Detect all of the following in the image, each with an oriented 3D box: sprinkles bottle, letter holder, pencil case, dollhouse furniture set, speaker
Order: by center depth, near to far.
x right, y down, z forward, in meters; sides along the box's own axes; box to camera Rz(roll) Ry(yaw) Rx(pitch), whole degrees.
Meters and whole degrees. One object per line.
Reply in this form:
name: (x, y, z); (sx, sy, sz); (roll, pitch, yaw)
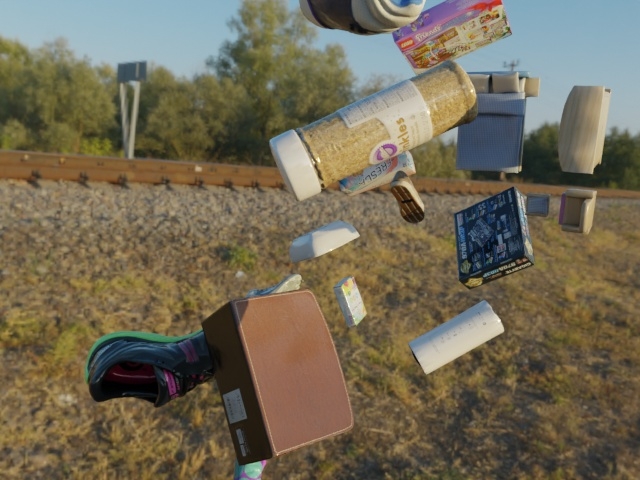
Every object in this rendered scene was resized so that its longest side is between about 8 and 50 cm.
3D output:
speaker: (0.201, 0.145, 0.893); (0.136, 0.055, 0.055); (-30, 10, 1)
sprinkles bottle: (0.092, -0.194, 1.049); (0.356, 0.121, 0.121); (-25, 12, -3)
dollhouse furniture set: (0.343, -0.164, 1.089); (0.304, 0.286, 0.198); (9, 15, 28)
pencil case: (-0.144, 0.514, 1.213); (0.070, 0.151, 0.064); (-6, -25, 10)
letter holder: (-0.084, 0.269, 1.220); (0.215, 0.301, 0.152); (-7, -19, -37)

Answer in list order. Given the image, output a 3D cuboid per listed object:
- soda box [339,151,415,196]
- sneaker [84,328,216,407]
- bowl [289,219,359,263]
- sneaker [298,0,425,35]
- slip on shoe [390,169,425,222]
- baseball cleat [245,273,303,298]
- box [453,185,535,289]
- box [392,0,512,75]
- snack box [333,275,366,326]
soda box: (0.137, -0.169, 1.472); (0.183, 0.058, 0.063); (-19, -18, 22)
sneaker: (-0.319, 0.311, 1.433); (0.483, 0.185, 0.202); (-9, 29, -2)
bowl: (0.000, 0.000, 1.366); (0.142, 0.053, 0.142); (-27, 4, -31)
sneaker: (0.067, -0.423, 0.738); (0.130, 0.322, 0.236); (-15, 23, -34)
slip on shoe: (0.172, -0.084, 1.177); (0.052, 0.041, 0.135); (-11, -37, 27)
baseball cleat: (-0.153, 0.157, 1.817); (0.110, 0.072, 0.206); (26, 52, 34)
box: (0.416, -0.008, 1.451); (0.175, 0.220, 0.051); (-28, -50, 34)
box: (0.367, -0.583, 1.661); (0.294, 0.057, 0.201); (-19, -21, 21)
snack box: (0.098, 0.198, 1.958); (0.037, 0.141, 0.100); (-15, 9, 30)
